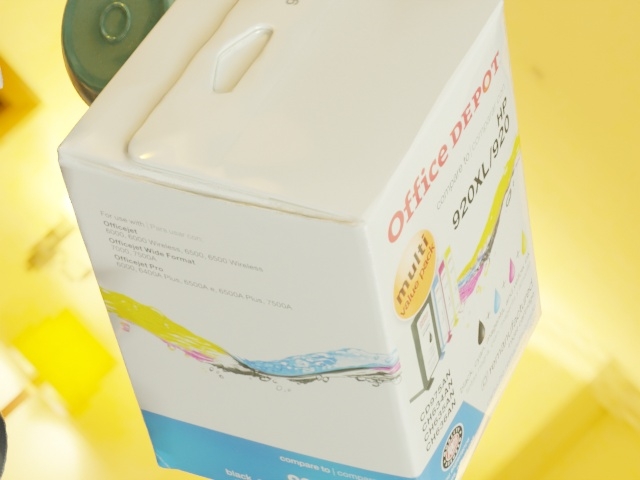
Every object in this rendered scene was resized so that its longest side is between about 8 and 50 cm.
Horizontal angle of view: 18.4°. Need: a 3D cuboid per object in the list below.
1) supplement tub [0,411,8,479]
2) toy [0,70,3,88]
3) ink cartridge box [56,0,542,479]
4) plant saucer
[{"bbox_3d":[-0.238,0.078,0.885,0.198,0.106,0.106,25,6,-40],"label":"supplement tub"},{"bbox_3d":[-0.206,-0.192,0.943,0.137,0.056,0.237,-4,78,-66],"label":"toy"},{"bbox_3d":[0.000,0.000,1.007,0.168,0.171,0.232,13,-40,24],"label":"ink cartridge box"},{"bbox_3d":[-0.121,-0.133,1.215,0.119,0.119,0.021,40,19,32],"label":"plant saucer"}]
